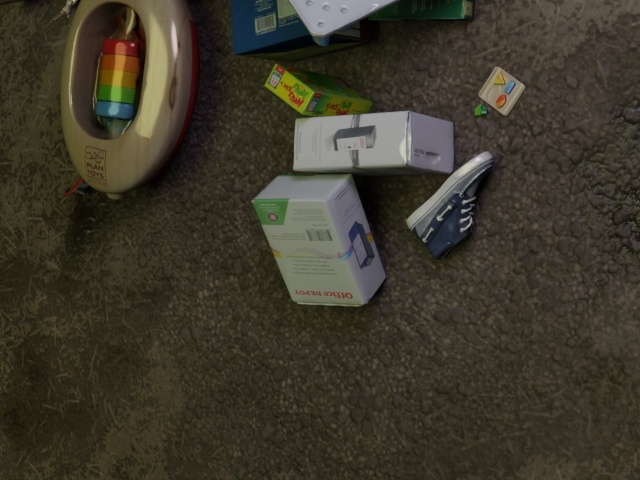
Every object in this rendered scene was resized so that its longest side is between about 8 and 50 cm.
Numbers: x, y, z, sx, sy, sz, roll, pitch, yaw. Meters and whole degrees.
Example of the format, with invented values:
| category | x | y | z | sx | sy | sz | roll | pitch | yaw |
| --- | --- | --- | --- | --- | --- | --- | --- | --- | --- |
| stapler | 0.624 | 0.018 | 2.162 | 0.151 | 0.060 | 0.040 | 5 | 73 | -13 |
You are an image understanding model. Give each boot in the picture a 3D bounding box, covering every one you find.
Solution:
| category | x | y | z | sx | sy | sz | roll | pitch | yaw |
| --- | --- | --- | --- | --- | --- | --- | --- | --- | --- |
| boot | 0.226 | -0.054 | 1.683 | 0.086 | 0.069 | 0.190 | 53 | 125 | 14 |

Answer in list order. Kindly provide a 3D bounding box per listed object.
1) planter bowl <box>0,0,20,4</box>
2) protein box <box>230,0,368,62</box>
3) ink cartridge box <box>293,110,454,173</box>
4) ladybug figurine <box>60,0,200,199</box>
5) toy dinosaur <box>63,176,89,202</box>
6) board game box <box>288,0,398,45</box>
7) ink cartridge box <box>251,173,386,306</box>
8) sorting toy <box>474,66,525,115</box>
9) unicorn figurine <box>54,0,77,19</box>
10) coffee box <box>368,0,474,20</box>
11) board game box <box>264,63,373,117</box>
| category | x | y | z | sx | sy | sz | roll | pitch | yaw |
| --- | --- | --- | --- | --- | --- | --- | --- | --- | --- |
| planter bowl | -0.627 | -0.578 | 2.207 | 0.109 | 0.162 | 0.162 | -1 | 90 | 7 |
| protein box | -0.041 | -0.425 | 1.790 | 0.200 | 0.136 | 0.201 | -5 | 88 | 45 |
| ink cartridge box | 0.088 | -0.153 | 1.712 | 0.218 | 0.159 | 0.092 | 2 | 90 | 34 |
| ladybug figurine | -0.350 | -0.299 | 2.005 | 0.305 | 0.162 | 0.449 | 15 | 99 | 32 |
| toy dinosaur | -0.500 | -0.119 | 2.170 | 0.082 | 0.090 | 0.047 | -25 | 57 | 0 |
| board game box | 0.065 | -0.530 | 1.651 | 0.390 | 0.050 | 0.390 | -29 | 70 | -10 |
| ink cartridge box | 0.000 | 0.000 | 1.759 | 0.154 | 0.093 | 0.212 | 0 | 123 | 35 |
| sorting toy | 0.279 | -0.226 | 1.669 | 0.062 | 0.012 | 0.083 | 42 | 112 | 26 |
| unicorn figurine | -0.506 | -0.537 | 2.177 | 0.111 | 0.060 | 0.161 | -38 | 54 | 29 |
| coffee box | 0.166 | -0.415 | 1.725 | 0.184 | 0.040 | 0.113 | 6 | 96 | 34 |
| board game box | 0.000 | -0.243 | 1.756 | 0.092 | 0.181 | 0.043 | 39 | 111 | 27 |
